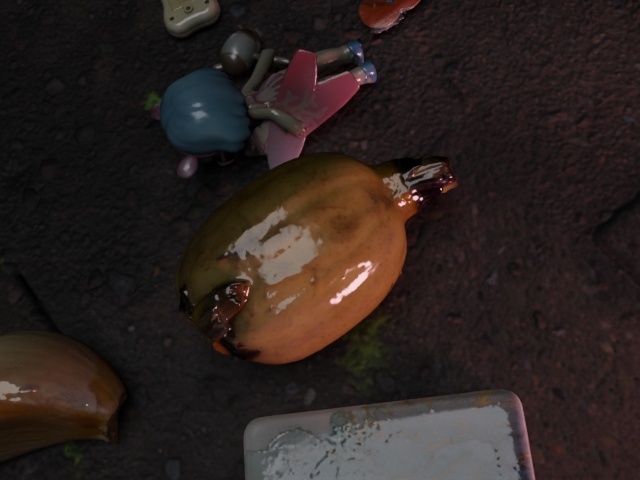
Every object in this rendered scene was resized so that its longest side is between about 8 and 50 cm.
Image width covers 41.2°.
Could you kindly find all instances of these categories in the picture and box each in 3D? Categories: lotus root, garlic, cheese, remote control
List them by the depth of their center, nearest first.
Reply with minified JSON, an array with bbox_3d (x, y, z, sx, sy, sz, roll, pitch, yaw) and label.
[{"bbox_3d":[0.000,0.000,0.870,0.310,0.183,0.183,-36,69,-4],"label":"lotus root"},{"bbox_3d":[-0.335,0.185,0.906,0.245,0.145,0.164,-24,100,5],"label":"garlic"},{"bbox_3d":[0.029,-0.359,1.053,0.106,0.037,0.256,-36,71,-1],"label":"cheese"},{"bbox_3d":[-0.176,-0.315,1.079,0.074,0.032,0.122,-25,70,2],"label":"remote control"}]

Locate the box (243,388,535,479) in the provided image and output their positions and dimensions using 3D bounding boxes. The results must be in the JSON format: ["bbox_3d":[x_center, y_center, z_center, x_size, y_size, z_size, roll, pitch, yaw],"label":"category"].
[{"bbox_3d":[0.066,0.234,0.846,0.285,0.044,0.142,-9,66,8],"label":"box"}]

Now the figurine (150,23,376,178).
[{"bbox_3d":[-0.070,-0.184,0.979,0.260,0.103,0.205,-22,71,-7],"label":"figurine"}]
